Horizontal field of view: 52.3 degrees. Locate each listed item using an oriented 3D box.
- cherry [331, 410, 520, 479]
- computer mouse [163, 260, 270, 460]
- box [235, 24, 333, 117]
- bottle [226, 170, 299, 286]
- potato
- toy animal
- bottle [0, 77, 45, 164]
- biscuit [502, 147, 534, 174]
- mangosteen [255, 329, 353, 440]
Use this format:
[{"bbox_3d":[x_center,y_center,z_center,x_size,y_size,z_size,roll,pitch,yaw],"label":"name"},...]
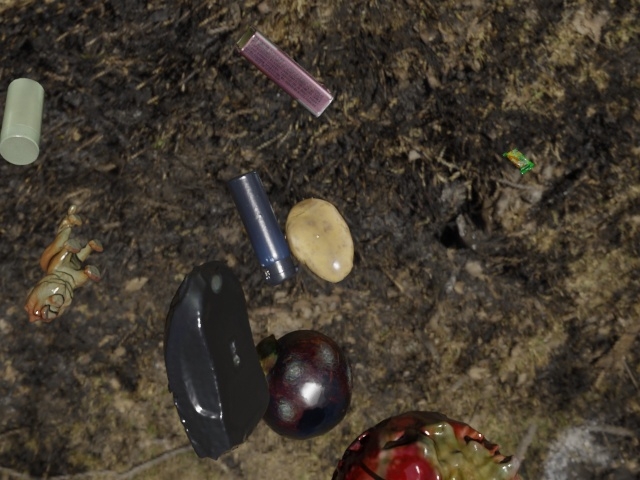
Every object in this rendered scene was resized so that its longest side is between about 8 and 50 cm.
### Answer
[{"bbox_3d":[0.095,0.289,0.653,0.192,0.175,0.249,-10,121,-35],"label":"cherry"},{"bbox_3d":[-0.121,0.130,0.712,0.074,0.122,0.217,-6,104,25],"label":"computer mouse"},{"bbox_3d":[-0.079,-0.372,1.432,0.224,0.120,0.069,37,103,-26],"label":"box"},{"bbox_3d":[-0.125,-0.024,1.388,0.082,0.072,0.244,-24,91,-25],"label":"bottle"},{"bbox_3d":[0.004,-0.002,1.617,0.161,0.235,0.128,-40,153,-20],"label":"potato"},{"bbox_3d":[-0.535,0.058,1.340,0.157,0.312,0.097,-40,121,3],"label":"toy animal"},{"bbox_3d":[-0.584,-0.236,1.280,0.072,0.201,0.072,-10,136,-9],"label":"bottle"},{"bbox_3d":[0.556,-0.226,1.830,0.046,0.089,0.016,-31,143,-4],"label":"biscuit"},{"bbox_3d":[-0.064,0.398,1.794,0.330,0.330,0.330,-2,129,-2],"label":"mangosteen"}]
